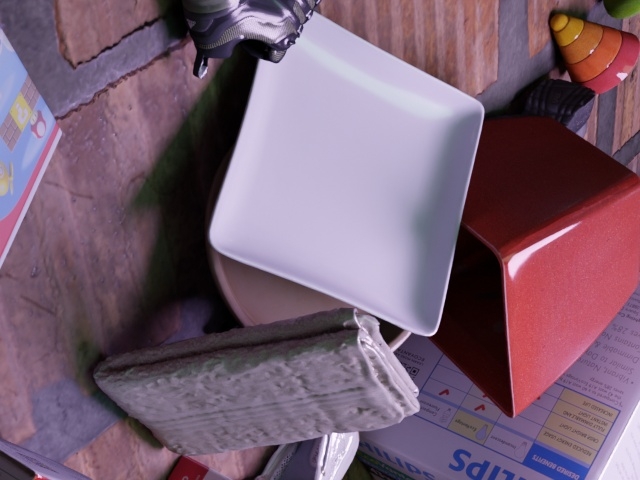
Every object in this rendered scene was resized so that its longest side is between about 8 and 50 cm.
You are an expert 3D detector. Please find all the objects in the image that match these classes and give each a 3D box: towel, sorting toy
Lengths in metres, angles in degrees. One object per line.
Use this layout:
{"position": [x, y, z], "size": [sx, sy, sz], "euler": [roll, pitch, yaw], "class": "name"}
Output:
{"position": [-0.058, 0.141, 1.090], "size": [0.187, 0.282, 0.049], "euler": [58, 26, -50], "class": "towel"}
{"position": [0.440, -0.400, 1.691], "size": [0.126, 0.127, 0.365], "euler": [34, 74, -27], "class": "sorting toy"}

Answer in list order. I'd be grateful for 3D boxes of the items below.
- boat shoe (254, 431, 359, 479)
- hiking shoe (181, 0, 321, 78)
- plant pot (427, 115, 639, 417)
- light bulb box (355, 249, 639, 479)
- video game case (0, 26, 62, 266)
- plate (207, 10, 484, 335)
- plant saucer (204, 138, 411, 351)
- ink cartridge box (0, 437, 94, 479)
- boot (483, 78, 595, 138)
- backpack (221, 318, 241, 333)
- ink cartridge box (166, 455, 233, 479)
{"position": [-0.048, 0.315, 1.339], "size": [0.277, 0.098, 0.096], "euler": [-66, 147, -22], "class": "boat shoe"}
{"position": [-0.043, -0.233, 1.069], "size": [0.227, 0.086, 0.114], "euler": [-27, 135, -35], "class": "hiking shoe"}
{"position": [0.239, -0.001, 1.361], "size": [0.236, 0.267, 0.267], "euler": [-27, 132, -18], "class": "plant pot"}
{"position": [0.273, 0.206, 1.503], "size": [0.361, 0.358, 0.225], "euler": [-56, 144, -19], "class": "light bulb box"}
{"position": [-0.275, -0.105, 0.759], "size": [0.285, 0.025, 0.204], "euler": [69, 26, -46], "class": "video game case"}
{"position": [0.028, -0.070, 1.147], "size": [0.277, 0.045, 0.278], "euler": [24, 69, -27], "class": "plate"}
{"position": [0.000, 0.000, 1.166], "size": [0.278, 0.041, 0.277], "euler": [7, 77, -30], "class": "plant saucer"}
{"position": [-0.283, 0.346, 0.971], "size": [0.309, 0.130, 0.272], "euler": [-63, 148, -12], "class": "ink cartridge box"}
{"position": [0.290, -0.075, 1.611], "size": [0.338, 0.118, 0.222], "euler": [-30, 136, -39], "class": "boot"}
{"position": [-0.036, 0.114, 1.224], "size": [0.084, 0.114, 0.105], "euler": [-64, 152, -47], "class": "backpack"}
{"position": [-0.077, 0.317, 1.215], "size": [0.072, 0.175, 0.127], "euler": [-58, 145, -19], "class": "ink cartridge box"}
